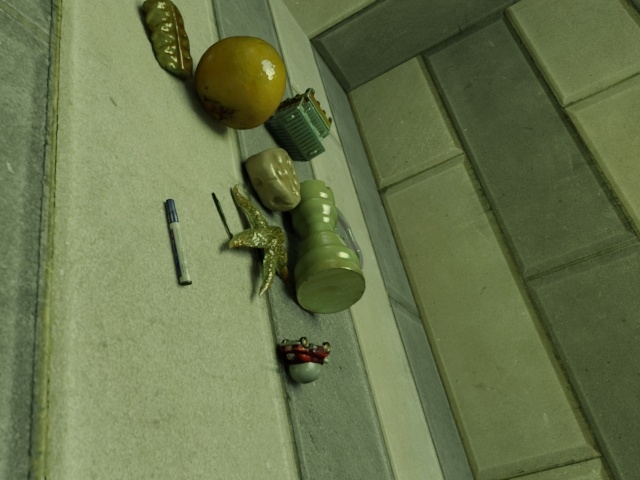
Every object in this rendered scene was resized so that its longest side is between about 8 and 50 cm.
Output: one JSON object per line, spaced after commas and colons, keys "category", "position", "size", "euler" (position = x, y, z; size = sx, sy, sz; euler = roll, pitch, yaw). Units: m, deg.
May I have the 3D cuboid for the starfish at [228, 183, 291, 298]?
{"category": "starfish", "position": [-0.148, 0.025, 1.408], "size": [0.347, 0.078, 0.357], "euler": [55, 17, -49]}

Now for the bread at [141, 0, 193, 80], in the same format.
{"category": "bread", "position": [-0.419, -0.571, 1.384], "size": [0.128, 0.088, 0.232], "euler": [-11, 82, -64]}

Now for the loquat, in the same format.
{"category": "loquat", "position": [-0.242, -0.464, 1.472], "size": [0.275, 0.275, 0.274], "euler": [54, 21, -33]}

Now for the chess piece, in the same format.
{"category": "chess piece", "position": [0.000, 0.000, 1.648], "size": [0.234, 0.234, 0.442], "euler": [48, 23, -45]}

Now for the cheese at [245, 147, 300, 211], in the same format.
{"category": "cheese", "position": [-0.149, -0.198, 1.622], "size": [0.235, 0.117, 0.217], "euler": [21, 51, -63]}

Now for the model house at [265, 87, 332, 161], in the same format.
{"category": "model house", "position": [-0.086, -0.469, 2.007], "size": [0.224, 0.198, 0.215], "euler": [54, 34, -36]}

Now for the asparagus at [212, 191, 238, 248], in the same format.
{"category": "asparagus", "position": [-0.253, -0.054, 1.312], "size": [0.016, 0.013, 0.166], "euler": [-20, 86, -40]}

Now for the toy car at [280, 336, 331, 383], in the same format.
{"category": "toy car", "position": [-0.045, 0.322, 1.313], "size": [0.139, 0.112, 0.112], "euler": [30, 55, -47]}

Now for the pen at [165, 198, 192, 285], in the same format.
{"category": "pen", "position": [-0.309, 0.001, 1.069], "size": [0.025, 0.025, 0.204], "euler": [28, 41, -63]}

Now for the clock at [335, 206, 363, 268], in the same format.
{"category": "clock", "position": [0.069, 0.034, 1.975], "size": [0.338, 0.102, 0.338], "euler": [54, 22, -34]}
